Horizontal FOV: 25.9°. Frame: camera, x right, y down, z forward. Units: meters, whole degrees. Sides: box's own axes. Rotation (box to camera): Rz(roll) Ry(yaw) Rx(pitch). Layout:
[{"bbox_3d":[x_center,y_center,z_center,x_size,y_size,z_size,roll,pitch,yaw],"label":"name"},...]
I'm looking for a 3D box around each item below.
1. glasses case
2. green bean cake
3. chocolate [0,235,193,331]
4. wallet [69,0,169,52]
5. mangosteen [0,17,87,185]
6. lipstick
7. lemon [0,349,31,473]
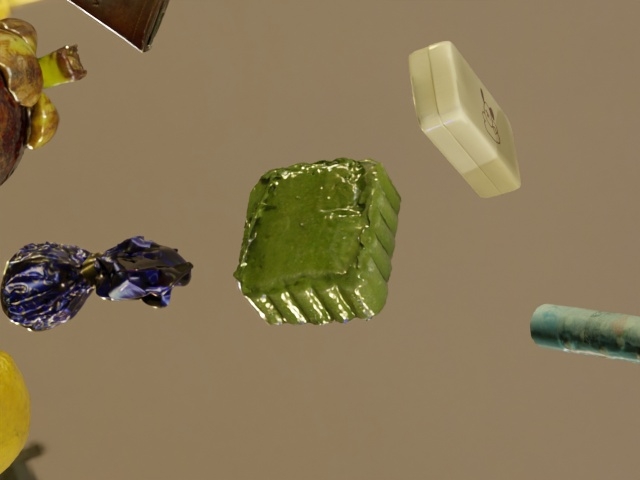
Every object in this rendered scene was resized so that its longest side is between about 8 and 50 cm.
[{"bbox_3d":[0.223,-0.178,2.113,0.313,0.070,0.131,39,40,-58],"label":"glasses case"},{"bbox_3d":[0.000,0.000,1.848,0.113,0.200,0.214,52,38,-51],"label":"green bean cake"},{"bbox_3d":[-0.291,0.046,1.900,0.343,0.148,0.126,-11,-103,41],"label":"chocolate"},{"bbox_3d":[-0.310,-0.381,1.930,0.255,0.031,0.137,35,-67,22],"label":"wallet"},{"bbox_3d":[-0.329,-0.135,1.324,0.192,0.217,0.192,167,-90,-76],"label":"mangosteen"},{"bbox_3d":[0.283,0.094,1.395,0.158,0.048,0.048,6,-67,52],"label":"lipstick"},{"bbox_3d":[-0.452,0.209,1.672,0.260,0.204,0.204,-30,-99,56],"label":"lemon"}]
